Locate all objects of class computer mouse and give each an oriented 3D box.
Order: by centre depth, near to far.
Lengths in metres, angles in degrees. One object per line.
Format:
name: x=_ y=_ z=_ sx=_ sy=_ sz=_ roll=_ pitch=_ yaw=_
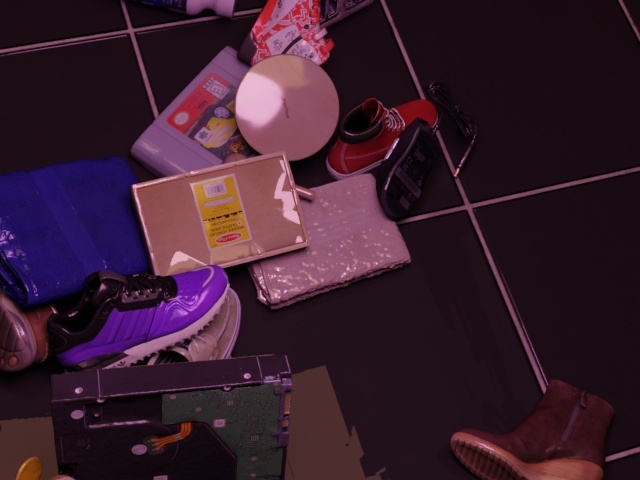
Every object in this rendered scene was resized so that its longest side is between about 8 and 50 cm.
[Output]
computer mouse: x=0.183 y=-0.143 z=1.966 sx=0.060 sy=0.184 sz=0.262 roll=15 pitch=75 yaw=43

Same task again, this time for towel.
towel: x=-0.401 y=-0.017 z=1.765 sx=0.308 sy=0.076 sz=0.228 roll=-17 pitch=71 yaw=-46
towel: x=0.000 y=0.000 z=1.898 sx=0.282 sy=0.049 sz=0.187 roll=-16 pitch=69 yaw=-18

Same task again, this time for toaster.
toaster: x=0.013 y=-0.493 z=2.071 sx=0.168 sy=0.186 sz=0.110 roll=-33 pitch=63 yaw=-24

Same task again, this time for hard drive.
hard drive: x=-0.215 y=0.279 z=1.613 sx=0.339 sy=0.237 sz=0.064 roll=-4 pitch=39 yaw=-11

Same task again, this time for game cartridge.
game cartridge: x=-0.172 y=-0.201 z=1.967 sx=0.196 sy=0.060 sz=0.294 roll=35 pitch=63 yaw=4

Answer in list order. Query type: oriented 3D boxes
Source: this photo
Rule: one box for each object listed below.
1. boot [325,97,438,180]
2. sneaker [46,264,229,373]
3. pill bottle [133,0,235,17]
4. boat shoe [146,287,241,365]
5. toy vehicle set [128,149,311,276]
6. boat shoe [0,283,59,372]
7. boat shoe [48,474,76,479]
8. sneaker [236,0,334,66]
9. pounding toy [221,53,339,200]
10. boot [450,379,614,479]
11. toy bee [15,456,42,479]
boot: x=0.126 y=-0.213 z=1.955 sx=0.244 sy=0.176 sz=0.088 roll=-31 pitch=71 yaw=-24
sneaker: x=-0.283 y=0.097 z=1.683 sx=0.293 sy=0.146 sz=0.102 roll=-29 pitch=32 yaw=-9
pill bottle: x=-0.277 y=-0.505 z=2.044 sx=0.264 sy=0.153 sz=0.153 roll=14 pitch=62 yaw=-3
boat shoe: x=-0.212 y=0.188 z=1.737 sx=0.109 sy=0.094 sz=0.302 roll=27 pitch=62 yaw=4
toy vehicle set: x=-0.162 y=-0.039 z=1.802 sx=0.267 sy=0.035 sz=0.166 roll=-14 pitch=89 yaw=-18
boat shoe: x=-0.507 y=0.061 z=1.749 sx=0.116 sy=0.123 sz=0.324 roll=-11 pitch=65 yaw=-47
boat shoe: x=-0.335 y=0.392 z=1.594 sx=0.056 sy=0.153 sz=0.048 roll=-33 pitch=39 yaw=14
sneaker: x=-0.024 y=-0.404 z=1.953 sx=0.145 sy=0.270 sz=0.090 roll=29 pitch=21 yaw=-8
pounding toy: x=-0.072 y=-0.200 z=1.914 sx=0.183 sy=0.110 sz=0.237 roll=14 pitch=89 yaw=-12
boot: x=0.348 y=0.311 z=1.797 sx=0.248 sy=0.090 sz=0.207 roll=24 pitch=50 yaw=4
toy bee: x=-0.488 y=0.389 z=1.550 sx=0.298 sy=0.162 sz=0.195 roll=10 pitch=63 yaw=-5
